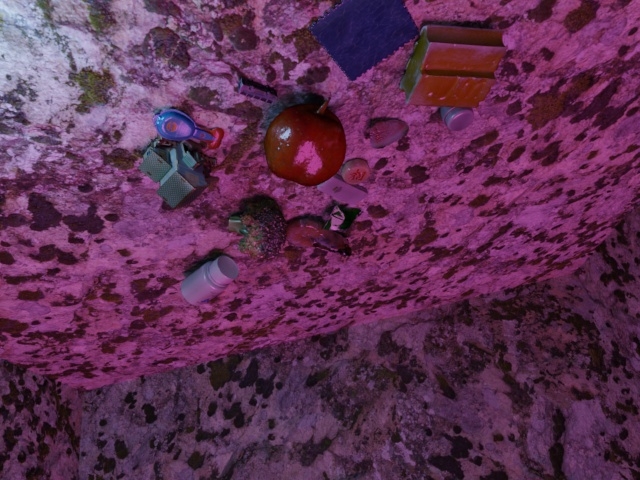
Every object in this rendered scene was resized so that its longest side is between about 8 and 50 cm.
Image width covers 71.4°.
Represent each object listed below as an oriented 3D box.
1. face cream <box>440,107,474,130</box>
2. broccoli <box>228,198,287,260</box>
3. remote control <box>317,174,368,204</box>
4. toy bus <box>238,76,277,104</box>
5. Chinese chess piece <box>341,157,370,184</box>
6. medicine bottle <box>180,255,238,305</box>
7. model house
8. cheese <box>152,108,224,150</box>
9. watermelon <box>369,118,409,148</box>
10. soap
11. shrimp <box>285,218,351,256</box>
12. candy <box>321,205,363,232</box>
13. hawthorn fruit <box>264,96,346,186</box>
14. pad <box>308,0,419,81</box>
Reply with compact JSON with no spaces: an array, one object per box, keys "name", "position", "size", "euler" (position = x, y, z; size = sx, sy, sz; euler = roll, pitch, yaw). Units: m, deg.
[{"name":"face cream","position":[0.512,-0.479,1.671],"size":[0.117,0.104,0.117],"euler":[-11,150,-6]},{"name":"broccoli","position":[-0.264,-0.039,1.951],"size":[0.260,0.235,0.288],"euler":[-2,110,-23]},{"name":"remote control","position":[0.101,-0.225,1.976],"size":[0.250,0.034,0.103],"euler":[17,137,-42]},{"name":"toy bus","position":[-0.203,-0.482,1.437],"size":[0.131,0.037,0.052],"euler":[8,147,-34]},{"name":"Chinese chess piece","position":[0.149,-0.289,1.876],"size":[0.122,0.051,0.122],"euler":[-10,149,-6]},{"name":"medicine bottle","position":[-0.561,0.201,2.257],"size":[0.293,0.170,0.170],"euler":[-35,144,28]},{"name":"model house","position":[-0.481,-0.228,1.563],"size":[0.178,0.206,0.271],"euler":[-32,144,28]},{"name":"cheese","position":[-0.443,-0.372,1.503],"size":[0.256,0.037,0.106],"euler":[10,122,-43]},{"name":"watermelon","position":[0.254,-0.417,1.704],"size":[0.180,0.081,0.094],"euler":[-16,136,-28]},{"name":"soap","position":[0.435,-0.569,1.472],"size":[0.281,0.143,0.259],"euler":[-2,147,-11]},{"name":"shrimp","position":[0.000,0.000,2.239],"size":[0.221,0.109,0.446],"euler":[-30,143,34]},{"name":"candy","position":[0.105,-0.099,2.114],"size":[0.203,0.078,0.141],"euler":[1,118,-44]},{"name":"hawthorn fruit","position":[-0.036,-0.348,1.507],"size":[0.287,0.287,0.330],"euler":[3,140,-26]},{"name":"pad","position":[0.138,-0.637,1.351],"size":[0.270,0.012,0.269],"euler":[-30,145,24]}]
